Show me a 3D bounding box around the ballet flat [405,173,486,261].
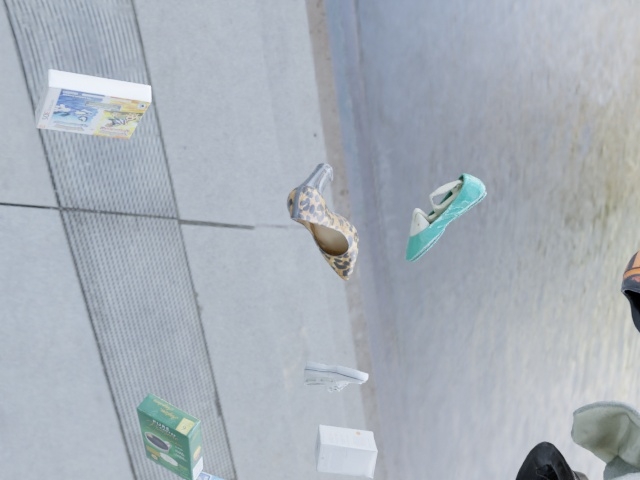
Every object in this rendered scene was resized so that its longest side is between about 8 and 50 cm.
[{"bbox_3d":[0.263,-0.061,1.548,0.087,0.083,0.247,43,101,-13],"label":"ballet flat"}]

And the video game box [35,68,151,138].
[{"bbox_3d":[-0.487,-0.284,1.441,0.205,0.187,0.048,3,73,-29],"label":"video game box"}]

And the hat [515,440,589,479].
[{"bbox_3d":[0.661,0.706,1.834,0.134,0.331,0.331,2,96,-12],"label":"hat"}]

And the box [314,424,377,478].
[{"bbox_3d":[0.074,0.629,2.023,0.130,0.170,0.091,-102,-159,-81],"label":"box"}]

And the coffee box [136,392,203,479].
[{"bbox_3d":[-0.266,0.358,1.217,0.040,0.113,0.184,-52,158,-40],"label":"coffee box"}]

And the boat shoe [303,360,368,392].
[{"bbox_3d":[0.042,0.397,1.930,0.083,0.226,0.075,24,72,-39],"label":"boat shoe"}]

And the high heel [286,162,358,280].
[{"bbox_3d":[0.000,0.000,1.317,0.186,0.093,0.261,-57,137,-55],"label":"high heel"}]

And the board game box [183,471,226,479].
[{"bbox_3d":[-0.277,0.795,1.875,0.308,0.302,0.086,-62,171,-75],"label":"board game box"}]

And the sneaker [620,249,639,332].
[{"bbox_3d":[0.584,0.131,0.972,0.180,0.321,0.124,-40,146,-35],"label":"sneaker"}]

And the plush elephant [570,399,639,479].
[{"bbox_3d":[0.366,0.322,0.720,0.272,0.255,0.330,44,79,1],"label":"plush elephant"}]
